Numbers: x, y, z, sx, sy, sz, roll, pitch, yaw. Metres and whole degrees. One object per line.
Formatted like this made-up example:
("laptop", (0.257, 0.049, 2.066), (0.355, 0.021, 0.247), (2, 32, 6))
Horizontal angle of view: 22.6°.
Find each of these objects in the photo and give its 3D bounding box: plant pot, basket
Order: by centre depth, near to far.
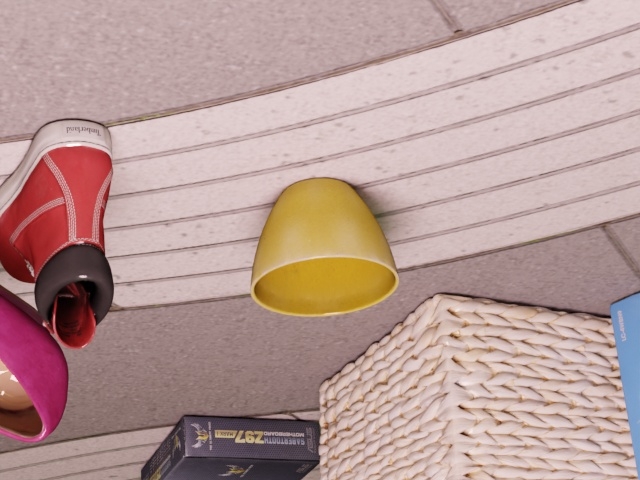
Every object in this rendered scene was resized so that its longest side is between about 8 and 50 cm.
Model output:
("plant pot", (0.000, 0.000, 1.459), (0.134, 0.095, 0.134), (-4, 155, -2))
("basket", (0.195, 0.250, 1.824), (0.331, 0.266, 0.328), (8, 152, -26))

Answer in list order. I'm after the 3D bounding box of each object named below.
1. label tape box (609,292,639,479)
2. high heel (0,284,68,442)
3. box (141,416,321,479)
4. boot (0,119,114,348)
("label tape box", (0.485, 0.133, 1.645), (0.348, 0.249, 0.115), (-26, 147, 37))
("high heel", (-0.368, 0.035, 1.289), (0.377, 0.181, 0.127), (26, 102, -21))
("box", (-0.121, 0.295, 2.099), (0.183, 0.059, 0.232), (6, 153, -19))
("boot", (-0.233, 0.029, 1.386), (0.088, 0.176, 0.244), (3, 155, -20))
